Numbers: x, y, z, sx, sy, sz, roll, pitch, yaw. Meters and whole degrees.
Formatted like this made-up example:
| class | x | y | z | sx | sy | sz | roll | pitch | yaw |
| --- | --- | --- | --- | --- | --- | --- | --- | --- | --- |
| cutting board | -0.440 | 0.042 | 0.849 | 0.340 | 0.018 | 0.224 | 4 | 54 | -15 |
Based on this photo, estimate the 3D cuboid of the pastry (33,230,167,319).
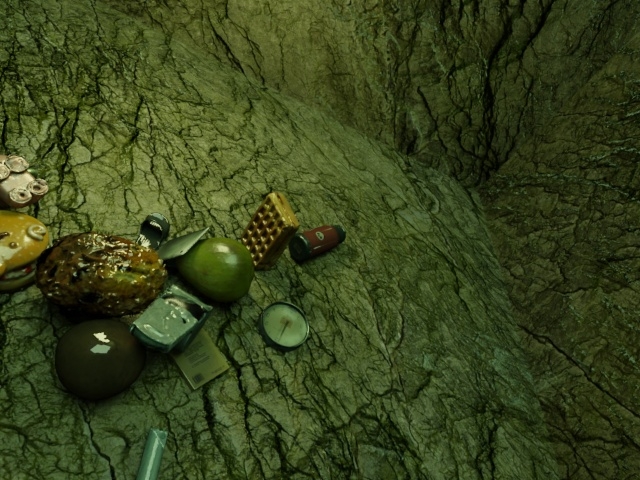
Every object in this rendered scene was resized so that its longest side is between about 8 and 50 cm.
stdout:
| class | x | y | z | sx | sy | sz | roll | pitch | yaw |
| --- | --- | --- | --- | --- | --- | --- | --- | --- | --- |
| pastry | -0.736 | 0.114 | 1.332 | 0.406 | 0.337 | 0.292 | 7 | 74 | 16 |

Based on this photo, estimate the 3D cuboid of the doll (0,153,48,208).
| class | x | y | z | sx | sy | sz | roll | pitch | yaw |
| --- | --- | --- | --- | --- | --- | --- | --- | --- | --- |
| doll | -1.132 | -0.184 | 1.464 | 0.216 | 0.269 | 0.284 | 54 | 42 | -11 |

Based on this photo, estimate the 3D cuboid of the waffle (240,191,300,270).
| class | x | y | z | sx | sy | sz | roll | pitch | yaw |
| --- | --- | --- | --- | --- | --- | --- | --- | --- | --- |
| waffle | -0.233 | -0.039 | 1.858 | 0.098 | 0.327 | 0.224 | -4 | 54 | -42 |

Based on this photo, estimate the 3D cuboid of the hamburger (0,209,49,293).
| class | x | y | z | sx | sy | sz | roll | pitch | yaw |
| --- | --- | --- | --- | --- | --- | --- | --- | --- | --- |
| hamburger | -1.064 | 0.033 | 1.353 | 0.261 | 0.186 | 0.302 | 25 | 45 | -11 |

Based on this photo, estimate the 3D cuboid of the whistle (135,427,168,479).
| class | x | y | z | sx | sy | sz | roll | pitch | yaw |
| --- | --- | --- | --- | --- | --- | --- | --- | --- | --- |
| whistle | -0.511 | 0.714 | 1.186 | 0.062 | 0.062 | 0.312 | 19 | 44 | -18 |

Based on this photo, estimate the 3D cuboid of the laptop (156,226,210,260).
| class | x | y | z | sx | sy | sz | roll | pitch | yaw |
| --- | --- | --- | --- | --- | --- | --- | --- | --- | --- |
| laptop | -0.583 | 0.027 | 1.640 | 0.015 | 0.269 | 0.187 | 60 | 36 | -24 |

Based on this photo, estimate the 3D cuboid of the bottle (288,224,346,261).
| class | x | y | z | sx | sy | sz | roll | pitch | yaw |
| --- | --- | --- | --- | --- | --- | --- | --- | --- | --- |
| bottle | 0.000 | 0.000 | 2.116 | 0.336 | 0.144 | 0.144 | -18 | 64 | -43 |

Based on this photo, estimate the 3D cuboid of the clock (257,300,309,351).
| class | x | y | z | sx | sy | sz | roll | pitch | yaw |
| --- | --- | --- | --- | --- | --- | --- | --- | --- | --- |
| clock | -0.156 | 0.364 | 1.750 | 0.226 | 0.049 | 0.225 | 19 | 43 | -19 |

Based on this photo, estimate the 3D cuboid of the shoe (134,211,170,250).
| class | x | y | z | sx | sy | sz | roll | pitch | yaw |
| --- | --- | --- | --- | --- | --- | --- | --- | --- | --- |
| shoe | -0.707 | -0.041 | 1.725 | 0.108 | 0.093 | 0.240 | 21 | 45 | -14 |

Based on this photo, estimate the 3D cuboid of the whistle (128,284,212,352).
| class | x | y | z | sx | sy | sz | roll | pitch | yaw |
| --- | --- | --- | --- | --- | --- | --- | --- | --- | --- |
| whistle | -0.494 | 0.263 | 1.386 | 0.168 | 0.405 | 0.188 | 33 | 76 | -3 |

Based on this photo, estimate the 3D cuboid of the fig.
| class | x | y | z | sx | sy | sz | roll | pitch | yaw |
| --- | --- | --- | --- | --- | --- | --- | --- | --- | --- |
| fig | -0.429 | 0.106 | 1.661 | 0.327 | 0.258 | 0.258 | 19 | 43 | -3 |

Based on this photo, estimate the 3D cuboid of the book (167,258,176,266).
| class | x | y | z | sx | sy | sz | roll | pitch | yaw |
| --- | --- | --- | --- | --- | --- | --- | --- | --- | --- |
| book | -0.587 | 0.078 | 1.749 | 0.135 | 0.017 | 0.103 | 8 | 47 | -30 |

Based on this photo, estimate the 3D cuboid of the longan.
| class | x | y | z | sx | sy | sz | roll | pitch | yaw |
| --- | --- | --- | --- | --- | --- | --- | --- | --- | --- |
| longan | -0.672 | 0.361 | 1.256 | 0.258 | 0.258 | 0.258 | 18 | 45 | -19 |

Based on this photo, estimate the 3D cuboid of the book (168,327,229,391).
| class | x | y | z | sx | sy | sz | roll | pitch | yaw |
| --- | --- | --- | --- | --- | --- | --- | --- | --- | --- |
| book | -0.465 | 0.421 | 1.509 | 0.161 | 0.026 | 0.230 | -23 | 67 | -44 |
